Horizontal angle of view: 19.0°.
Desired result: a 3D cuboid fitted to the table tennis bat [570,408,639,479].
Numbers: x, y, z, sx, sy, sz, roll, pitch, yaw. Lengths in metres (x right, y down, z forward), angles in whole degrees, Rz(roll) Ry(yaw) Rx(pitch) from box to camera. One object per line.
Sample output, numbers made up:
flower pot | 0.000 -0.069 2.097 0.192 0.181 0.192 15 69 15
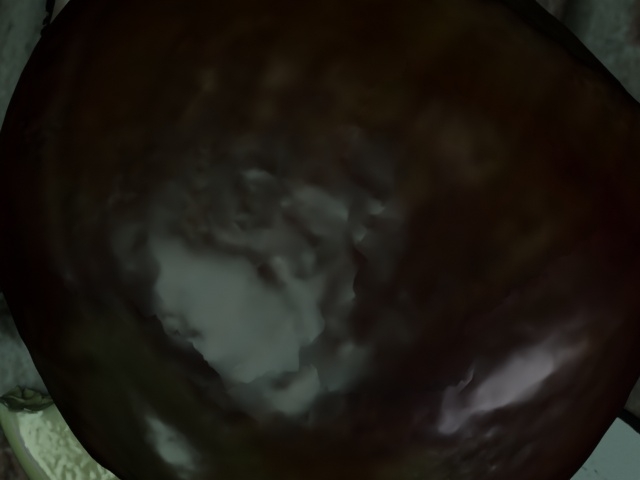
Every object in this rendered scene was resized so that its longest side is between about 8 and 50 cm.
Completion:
table tennis bat | 0.141 0.210 1.314 0.150 0.027 0.236 43 100 4

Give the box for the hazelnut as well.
hazelnut | 0.000 0.000 1.143 0.353 0.421 0.421 -21 91 57

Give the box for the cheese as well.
cheese | -0.157 0.174 1.358 0.127 0.050 0.235 -11 94 10
